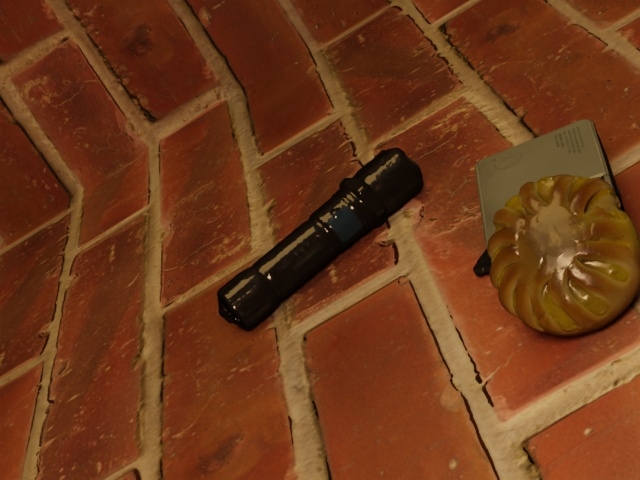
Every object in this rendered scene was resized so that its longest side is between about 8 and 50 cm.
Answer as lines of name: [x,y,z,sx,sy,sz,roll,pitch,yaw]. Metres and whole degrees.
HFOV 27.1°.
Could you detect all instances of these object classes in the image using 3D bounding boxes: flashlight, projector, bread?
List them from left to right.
flashlight: [0.000,0.000,2.275,0.424,0.103,0.103,-41,23,-13]
projector: [0.329,-0.051,1.877,0.192,0.099,0.257,-23,27,15]
bread: [0.303,0.015,1.681,0.213,0.105,0.213,-8,72,25]

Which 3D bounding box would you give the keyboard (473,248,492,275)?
keyboard: [0.324,-0.035,1.991,0.106,0.016,0.262,-9,33,48]
